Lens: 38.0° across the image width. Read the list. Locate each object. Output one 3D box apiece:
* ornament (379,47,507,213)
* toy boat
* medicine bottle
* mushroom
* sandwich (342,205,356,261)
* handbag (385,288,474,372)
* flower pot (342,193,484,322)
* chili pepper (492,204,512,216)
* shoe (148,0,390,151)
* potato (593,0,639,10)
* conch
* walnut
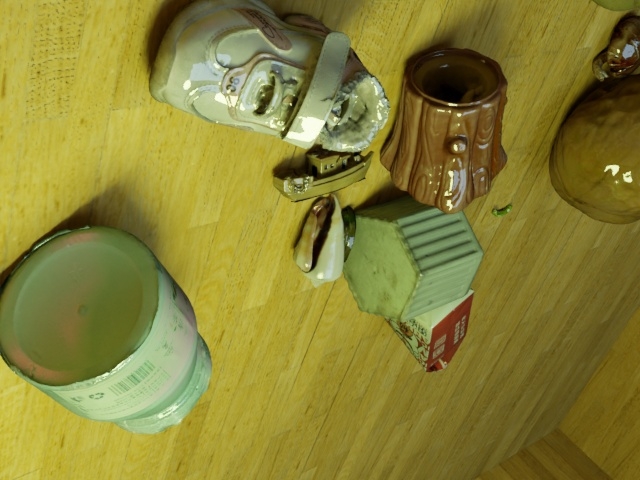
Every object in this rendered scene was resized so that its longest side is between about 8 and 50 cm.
[{"bbox_3d":[0.224,-0.198,1.625,0.235,0.221,0.218,3,137,4],"label":"ornament"},{"bbox_3d":[0.007,-0.123,1.585,0.206,0.064,0.072,-23,125,-37],"label":"toy boat"},{"bbox_3d":[-0.297,0.147,1.354,0.245,0.245,0.290,-40,152,-10],"label":"medicine bottle"},{"bbox_3d":[0.665,-0.413,2.034,0.170,0.080,0.135,-46,140,-5],"label":"mushroom"},{"bbox_3d":[0.043,-0.008,1.767,0.026,0.069,0.101,7,124,-19],"label":"sandwich"},{"bbox_3d":[0.239,0.175,2.135,0.151,0.171,0.298,-39,153,-19],"label":"handbag"},{"bbox_3d":[0.172,0.029,1.823,0.189,0.239,0.209,-18,110,-37],"label":"flower pot"},{"bbox_3d":[0.431,-0.071,2.216,0.083,0.017,0.030,-19,140,-43],"label":"chili pepper"},{"bbox_3d":[-0.052,-0.218,1.254,0.351,0.198,0.172,-12,134,-46],"label":"shoe"},{"bbox_3d":[0.578,-0.510,1.762,0.157,0.157,0.194,-57,162,18],"label":"potato"},{"bbox_3d":[0.004,0.006,1.702,0.104,0.094,0.176,5,125,-23],"label":"conch"},{"bbox_3d":[0.712,-0.216,2.109,0.397,0.308,0.354,-35,-178,-16],"label":"walnut"}]
